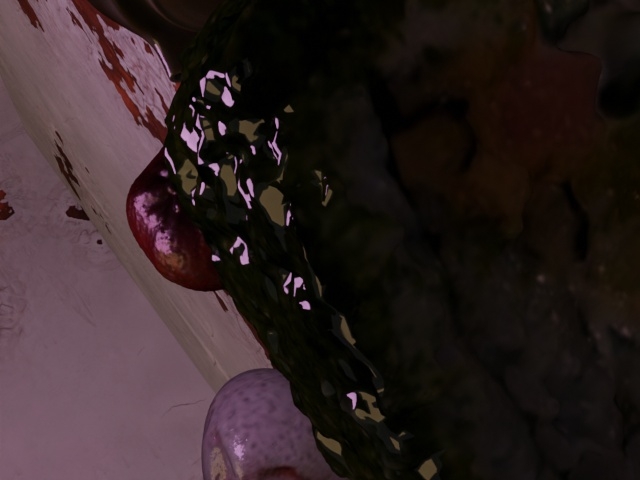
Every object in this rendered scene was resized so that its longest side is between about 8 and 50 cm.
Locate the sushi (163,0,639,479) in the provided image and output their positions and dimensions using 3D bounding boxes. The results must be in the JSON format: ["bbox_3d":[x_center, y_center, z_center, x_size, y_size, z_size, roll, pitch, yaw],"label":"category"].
[{"bbox_3d":[0.103,-0.011,0.471,0.352,0.294,0.178,60,159,-14],"label":"sushi"}]

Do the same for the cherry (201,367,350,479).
[{"bbox_3d":[-0.098,0.396,1.680,0.335,0.291,0.326,65,-176,25],"label":"cherry"}]

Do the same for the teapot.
[{"bbox_3d":[-0.117,-0.280,0.790,0.175,0.186,0.267,32,114,43],"label":"teapot"}]

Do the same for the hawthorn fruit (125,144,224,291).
[{"bbox_3d":[-0.132,-0.048,1.168,0.210,0.230,0.266,26,180,8],"label":"hawthorn fruit"}]
